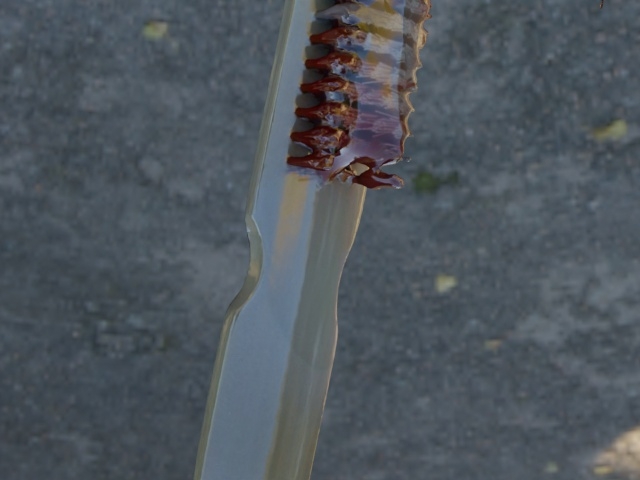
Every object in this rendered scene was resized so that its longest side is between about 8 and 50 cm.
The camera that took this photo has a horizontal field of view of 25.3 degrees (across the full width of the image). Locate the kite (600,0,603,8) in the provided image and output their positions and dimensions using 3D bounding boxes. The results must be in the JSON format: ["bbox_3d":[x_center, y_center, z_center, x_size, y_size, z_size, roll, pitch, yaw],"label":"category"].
[{"bbox_3d":[0.154,-0.257,1.076,0.244,0.198,0.006,-17,169,-25],"label":"kite"}]

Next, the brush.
[{"bbox_3d":[0.000,0.000,0.616,0.060,0.321,0.050,13,178,-38],"label":"brush"}]
